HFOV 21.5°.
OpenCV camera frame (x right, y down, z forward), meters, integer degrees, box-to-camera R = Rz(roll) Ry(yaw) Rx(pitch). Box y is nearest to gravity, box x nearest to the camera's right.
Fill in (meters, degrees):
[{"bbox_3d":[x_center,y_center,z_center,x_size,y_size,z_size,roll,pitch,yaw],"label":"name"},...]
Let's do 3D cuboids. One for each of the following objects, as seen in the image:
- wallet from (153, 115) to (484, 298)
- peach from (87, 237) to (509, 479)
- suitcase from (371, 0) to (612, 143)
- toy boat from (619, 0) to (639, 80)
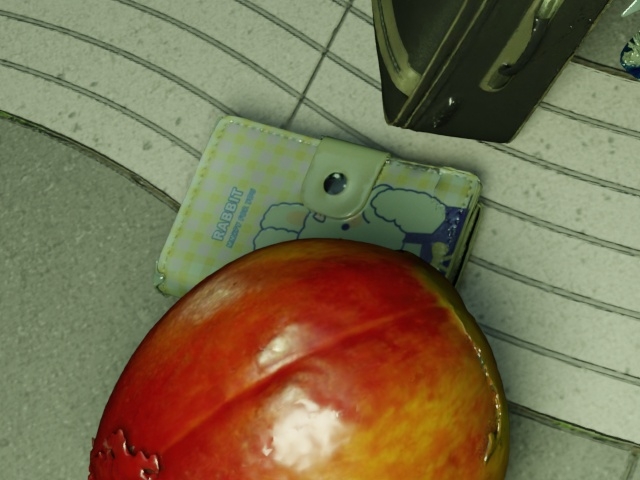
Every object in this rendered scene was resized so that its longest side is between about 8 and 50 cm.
[{"bbox_3d":[0.000,0.000,1.749,0.309,0.077,0.223,15,68,23],"label":"wallet"},{"bbox_3d":[-0.020,0.170,1.489,0.370,0.370,0.370,-8,57,13],"label":"peach"},{"bbox_3d":[0.180,-0.298,1.669,0.194,0.434,0.283,6,56,-17],"label":"suitcase"},{"bbox_3d":[0.366,-0.259,1.675,0.210,0.291,0.070,-49,51,6],"label":"toy boat"}]
